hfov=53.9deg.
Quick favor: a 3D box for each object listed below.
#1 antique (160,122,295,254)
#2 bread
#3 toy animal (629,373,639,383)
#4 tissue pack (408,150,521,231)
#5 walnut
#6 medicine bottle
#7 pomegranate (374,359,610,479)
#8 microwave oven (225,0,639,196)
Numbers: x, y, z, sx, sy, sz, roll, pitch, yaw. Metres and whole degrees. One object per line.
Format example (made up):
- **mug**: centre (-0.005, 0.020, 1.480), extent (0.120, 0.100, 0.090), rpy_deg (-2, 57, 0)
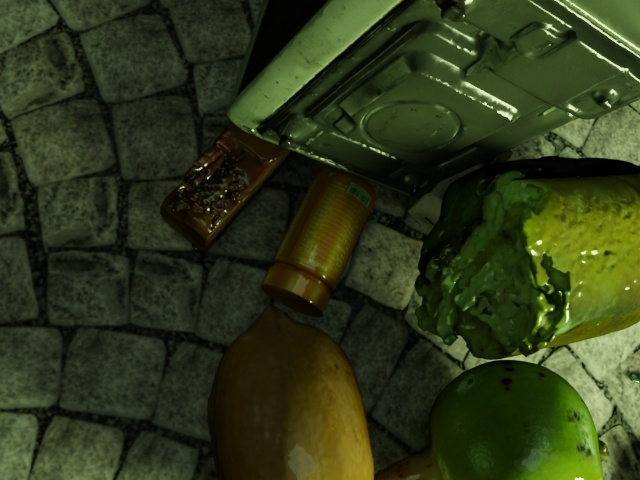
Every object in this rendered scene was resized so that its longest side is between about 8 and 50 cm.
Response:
- **antique**: centre (-0.094, -0.126, 0.891), extent (0.087, 0.093, 0.310), rpy_deg (40, 71, 1)
- **bread**: centre (0.325, 0.018, 0.831), extent (0.376, 0.208, 0.251), rpy_deg (-5, 104, -33)
- **toy animal**: centre (0.504, 0.324, 0.908), extent (0.079, 0.070, 0.253), rpy_deg (16, 68, -24)
- **tissue pack**: centre (0.225, -0.072, 0.938), extent (0.106, 0.099, 0.149), rpy_deg (42, 71, 1)
- **walnut**: centre (-0.033, 0.221, 0.756), extent (0.202, 0.203, 0.298), rpy_deg (-2, 70, -12)
- **medicine bottle**: centre (0.000, 0.000, 0.874), extent (0.096, 0.096, 0.192), rpy_deg (26, 71, -4)
- **pomegranate**: centre (0.195, 0.276, 0.780), extent (0.301, 0.236, 0.236), rpy_deg (-19, 79, 5)
- **microwave oven**: centre (0.118, -0.234, 0.709), extent (0.332, 0.394, 0.247), rpy_deg (19, 66, -27)
